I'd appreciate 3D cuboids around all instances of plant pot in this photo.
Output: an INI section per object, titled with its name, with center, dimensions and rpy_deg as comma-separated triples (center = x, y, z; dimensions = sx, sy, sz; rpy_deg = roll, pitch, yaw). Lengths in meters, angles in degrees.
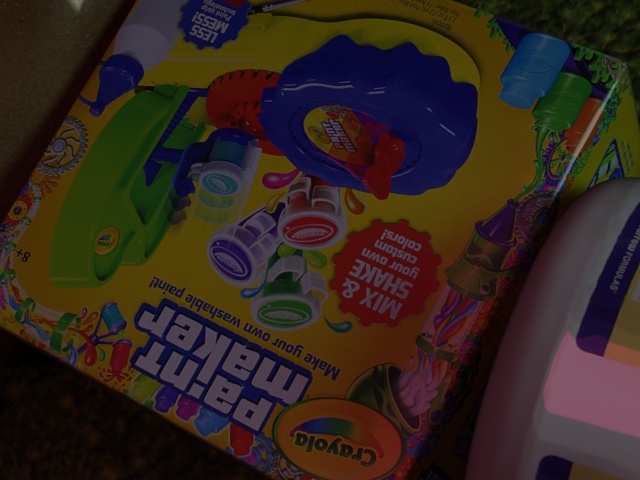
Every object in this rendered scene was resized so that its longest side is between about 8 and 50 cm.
[plant pot]
center = -0.229, -0.052, 0.866
dimensions = 0.237, 0.237, 0.254
rpy_deg = 13, 88, 22

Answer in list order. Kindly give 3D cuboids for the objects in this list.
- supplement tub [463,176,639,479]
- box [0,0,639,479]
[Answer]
[supplement tub]
center = 0.257, 0.119, 0.617
dimensions = 0.331, 0.241, 0.241
rpy_deg = 17, 76, 23
[box]
center = 0.000, 0.000, 0.783
dimensions = 0.290, 0.177, 0.279
rpy_deg = 24, 79, 24
